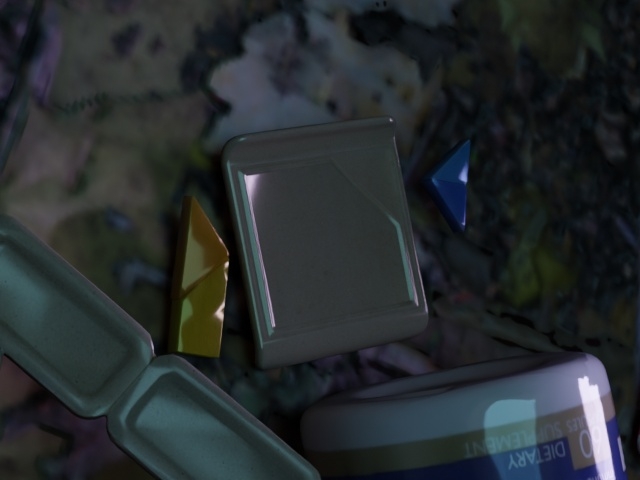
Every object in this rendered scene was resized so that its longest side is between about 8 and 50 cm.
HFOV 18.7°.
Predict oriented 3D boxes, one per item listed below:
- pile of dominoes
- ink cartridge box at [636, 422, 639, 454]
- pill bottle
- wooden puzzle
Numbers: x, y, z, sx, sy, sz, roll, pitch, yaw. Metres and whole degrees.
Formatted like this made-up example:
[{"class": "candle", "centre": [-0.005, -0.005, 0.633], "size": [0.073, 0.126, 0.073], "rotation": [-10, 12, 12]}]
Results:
[{"class": "pile of dominoes", "centre": [-0.054, 0.146, 0.504], "size": [0.251, 0.040, 0.196], "rotation": [41, 71, 1]}, {"class": "ink cartridge box", "centre": [0.233, 0.051, 0.726], "size": [0.231, 0.078, 0.134], "rotation": [22, 71, -31]}, {"class": "pill bottle", "centre": [0.054, 0.124, 0.577], "size": [0.094, 0.094, 0.169], "rotation": [-11, 90, -36]}, {"class": "wooden puzzle", "centre": [0.000, 0.000, 0.608], "size": [0.116, 0.014, 0.079], "rotation": [-2, 89, -35]}]
